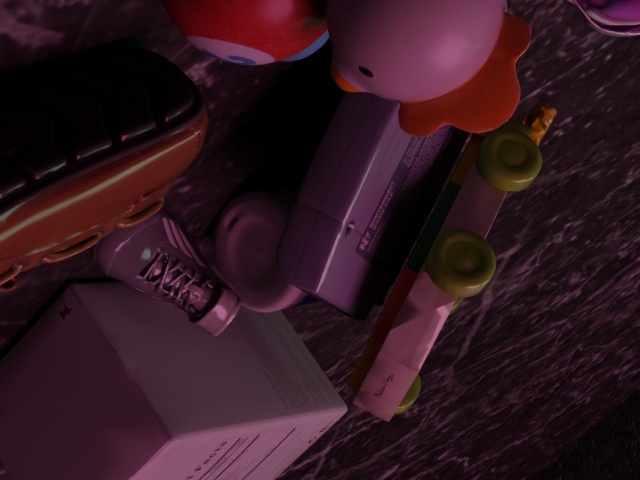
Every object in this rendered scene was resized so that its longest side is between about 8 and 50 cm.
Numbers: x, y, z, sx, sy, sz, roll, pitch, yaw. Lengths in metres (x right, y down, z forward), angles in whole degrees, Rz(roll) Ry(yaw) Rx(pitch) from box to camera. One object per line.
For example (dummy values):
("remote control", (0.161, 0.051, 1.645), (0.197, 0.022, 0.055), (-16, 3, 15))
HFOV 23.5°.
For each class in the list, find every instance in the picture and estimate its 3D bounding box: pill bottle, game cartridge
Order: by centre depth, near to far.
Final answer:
("game cartridge", (0.064, -0.081, 1.304), (0.294, 0.060, 0.196), (-63, 162, -3))
("pill bottle", (0.000, 0.000, 1.448), (0.186, 0.112, 0.112), (-11, 148, -49))

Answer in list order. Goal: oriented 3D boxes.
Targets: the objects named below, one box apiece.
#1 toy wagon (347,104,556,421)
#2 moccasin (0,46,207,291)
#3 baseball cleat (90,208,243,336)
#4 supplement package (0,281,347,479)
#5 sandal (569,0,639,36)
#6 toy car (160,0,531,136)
("toy wagon", (0.125, 0.002, 1.418), (0.344, 0.068, 0.267), (-62, 177, -32))
("moccasin", (-0.246, -0.016, 1.013), (0.380, 0.139, 0.147), (-31, 152, -41))
("baseball cleat", (-0.121, 0.027, 1.318), (0.072, 0.109, 0.206), (-52, 163, 4))
("supplement package", (-0.149, 0.156, 1.455), (0.175, 0.177, 0.293), (-45, 158, 23))
("sandal", (0.305, -0.245, 1.409), (0.169, 0.102, 0.416), (-47, 157, 28))
("toy car", (0.026, -0.150, 0.979), (0.210, 0.238, 0.219), (-40, 159, 12))
